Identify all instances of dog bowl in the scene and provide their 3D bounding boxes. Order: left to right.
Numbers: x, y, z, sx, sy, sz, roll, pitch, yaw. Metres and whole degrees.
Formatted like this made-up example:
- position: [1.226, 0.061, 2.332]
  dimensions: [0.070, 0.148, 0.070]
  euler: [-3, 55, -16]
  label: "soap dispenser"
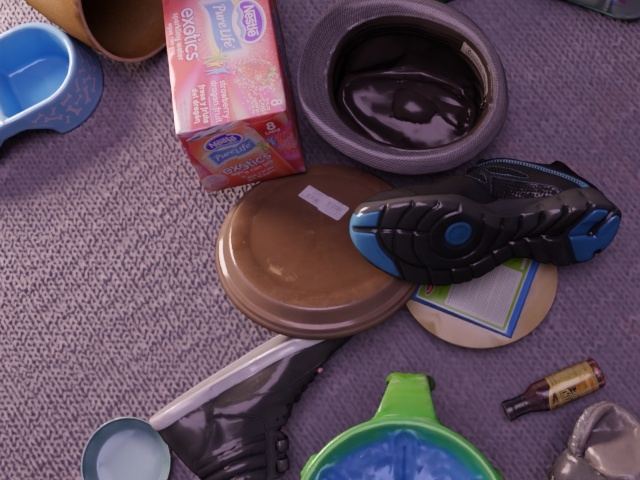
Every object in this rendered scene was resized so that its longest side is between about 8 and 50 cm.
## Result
- position: [-0.464, -0.207, 1.315]
  dimensions: [0.297, 0.074, 0.166]
  euler: [-28, 74, -1]
  label: "dog bowl"

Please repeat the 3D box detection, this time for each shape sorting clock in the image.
- position: [0.203, 0.042, 1.187]
  dimensions: [0.206, 0.040, 0.206]
  euler: [0, 69, -1]
  label: "shape sorting clock"

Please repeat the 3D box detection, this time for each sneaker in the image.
- position: [-0.052, 0.208, 1.152]
  dimensions: [0.295, 0.104, 0.147]
  euler: [-30, 92, -13]
  label: "sneaker"
- position: [0.192, -0.032, 1.136]
  dimensions: [0.341, 0.125, 0.140]
  euler: [-1, 38, -16]
  label: "sneaker"

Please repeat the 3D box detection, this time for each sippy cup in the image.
- position: [0.094, 0.324, 1.030]
  dimensions: [0.240, 0.224, 0.305]
  euler: [38, 82, 15]
  label: "sippy cup"

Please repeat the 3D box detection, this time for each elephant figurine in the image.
- position: [0.339, 0.268, 1.048]
  dimensions: [0.239, 0.186, 0.169]
  euler: [8, 108, 8]
  label: "elephant figurine"

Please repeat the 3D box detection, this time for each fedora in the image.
- position: [0.108, -0.195, 1.218]
  dimensions: [0.275, 0.124, 0.244]
  euler: [10, 78, 2]
  label: "fedora"

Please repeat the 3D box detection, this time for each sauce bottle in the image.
- position: [0.290, 0.189, 1.139]
  dimensions: [0.128, 0.042, 0.042]
  euler: [-25, 74, 2]
  label: "sauce bottle"

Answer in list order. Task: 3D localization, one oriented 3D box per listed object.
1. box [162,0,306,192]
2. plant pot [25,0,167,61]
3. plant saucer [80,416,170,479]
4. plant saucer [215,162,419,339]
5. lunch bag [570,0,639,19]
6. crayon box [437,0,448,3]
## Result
- position: [-0.119, -0.237, 1.215]
  dimensions: [0.142, 0.154, 0.300]
  euler: [-12, 62, 4]
  label: "box"
- position: [-0.344, -0.399, 1.294]
  dimensions: [0.254, 0.237, 0.237]
  euler: [21, 78, 27]
  label: "plant pot"
- position: [-0.250, 0.290, 1.184]
  dimensions: [0.119, 0.021, 0.119]
  euler: [-2, 76, 6]
  label: "plant saucer"
- position: [0.000, 0.000, 1.174]
  dimensions: [0.278, 0.041, 0.278]
  euler: [-2, 53, 3]
  label: "plant saucer"
- position: [0.368, -0.453, 1.266]
  dimensions: [0.279, 0.108, 0.224]
  euler: [26, 80, 13]
  label: "lunch bag"
- position: [0.091, -0.458, 1.313]
  dimensions: [0.165, 0.081, 0.278]
  euler: [-24, 74, 0]
  label: "crayon box"
